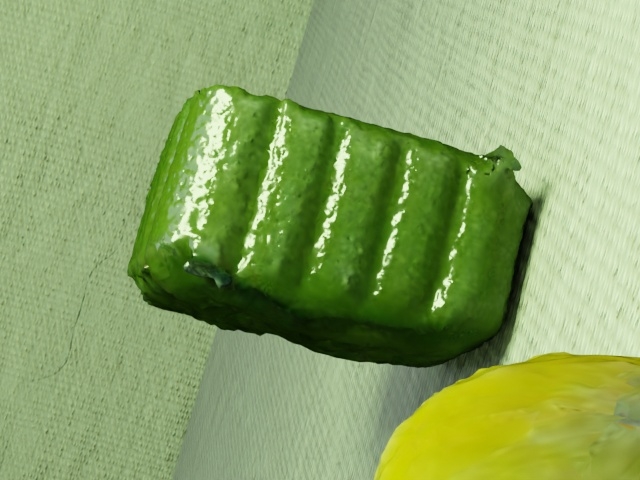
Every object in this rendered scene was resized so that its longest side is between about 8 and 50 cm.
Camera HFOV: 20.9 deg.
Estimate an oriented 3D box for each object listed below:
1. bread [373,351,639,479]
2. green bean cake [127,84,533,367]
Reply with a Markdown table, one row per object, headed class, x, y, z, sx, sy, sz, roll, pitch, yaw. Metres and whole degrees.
| class | x | y | z | sx | sy | sz | roll | pitch | yaw |
| --- | --- | --- | --- | --- | --- | --- | --- | --- | --- |
| bread | 0.107 | 0.129 | 0.598 | 0.197 | 0.197 | 0.170 | -88 | 4 | -59 |
| green bean cake | 0.000 | 0.000 | 1.227 | 0.247 | 0.250 | 0.156 | 158 | 128 | -78 |
